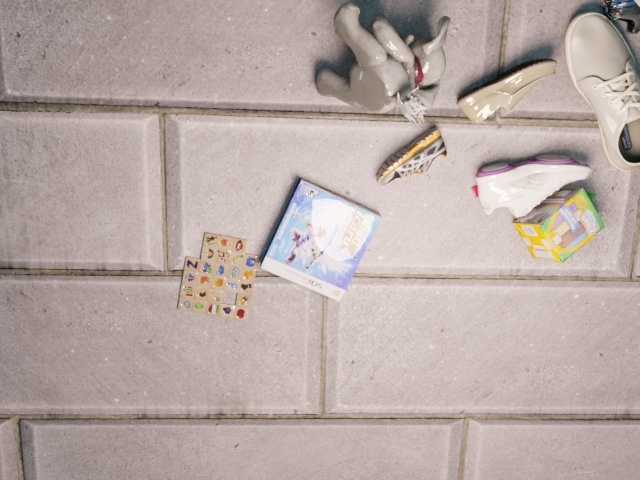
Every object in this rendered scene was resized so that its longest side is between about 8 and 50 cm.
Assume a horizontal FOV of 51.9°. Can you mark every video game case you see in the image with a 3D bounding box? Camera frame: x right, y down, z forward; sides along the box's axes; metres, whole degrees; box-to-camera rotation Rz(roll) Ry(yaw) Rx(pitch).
[{"bbox_3d":[0.000,0.000,1.804,0.244,0.061,0.269,23,102,-10],"label":"video game case"}]

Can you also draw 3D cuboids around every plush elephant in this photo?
[{"bbox_3d":[0.194,-0.440,1.623,0.330,0.255,0.271,39,145,20],"label":"plush elephant"}]

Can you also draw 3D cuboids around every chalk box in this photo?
[{"bbox_3d":[0.658,-0.057,1.777,0.213,0.132,0.132,-36,103,-10],"label":"chalk box"}]

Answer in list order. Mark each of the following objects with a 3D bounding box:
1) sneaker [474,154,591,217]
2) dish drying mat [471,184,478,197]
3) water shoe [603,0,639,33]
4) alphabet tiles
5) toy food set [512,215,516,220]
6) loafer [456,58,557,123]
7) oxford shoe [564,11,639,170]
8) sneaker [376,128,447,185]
[{"bbox_3d":[0.573,-0.147,1.778,0.305,0.114,0.152,-9,107,4],"label":"sneaker"},{"bbox_3d":[0.460,-0.150,1.819,0.083,0.008,0.032,-26,104,4],"label":"dish drying mat"},{"bbox_3d":[0.761,-0.609,1.686,0.203,0.073,0.080,33,102,-10],"label":"water shoe"},{"bbox_3d":[-0.283,0.099,1.840,0.198,0.009,0.237,11,103,-6],"label":"alphabet tiles"},{"bbox_3d":[0.566,-0.087,1.836,0.078,0.019,0.122,-20,98,2],"label":"toy food set"},{"bbox_3d":[0.492,-0.390,1.718,0.269,0.102,0.092,-24,106,13],"label":"loafer"},{"bbox_3d":[0.774,-0.385,1.717,0.169,0.130,0.449,-25,103,5],"label":"oxford shoe"},{"bbox_3d":[0.245,-0.208,1.756,0.215,0.084,0.083,-35,108,5],"label":"sneaker"}]
